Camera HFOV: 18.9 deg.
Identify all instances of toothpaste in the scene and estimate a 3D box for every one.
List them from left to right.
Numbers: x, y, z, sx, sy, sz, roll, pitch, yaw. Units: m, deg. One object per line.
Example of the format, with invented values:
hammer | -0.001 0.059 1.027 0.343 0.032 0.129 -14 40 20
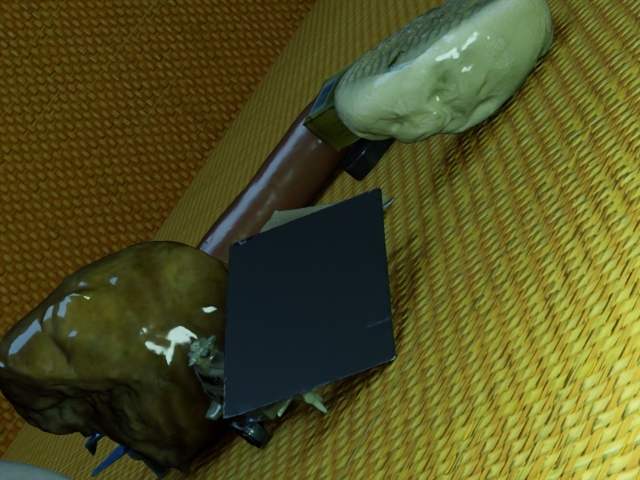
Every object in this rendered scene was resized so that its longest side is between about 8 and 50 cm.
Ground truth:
toothpaste | 0.094 -0.199 2.278 0.313 0.071 0.089 -28 30 54

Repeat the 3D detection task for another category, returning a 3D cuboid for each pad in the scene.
pad | -0.013 0.052 1.728 0.164 0.004 0.243 -20 36 14

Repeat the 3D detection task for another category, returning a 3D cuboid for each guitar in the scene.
guitar | 0.108 -0.166 2.345 0.233 0.025 0.088 -47 11 24

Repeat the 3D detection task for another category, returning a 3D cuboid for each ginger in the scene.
ginger | -0.190 0.103 2.037 0.200 0.269 0.223 91 -158 -62

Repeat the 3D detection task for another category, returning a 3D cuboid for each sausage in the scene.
sausage | -0.046 -0.075 2.554 0.419 0.094 0.094 -51 -34 7

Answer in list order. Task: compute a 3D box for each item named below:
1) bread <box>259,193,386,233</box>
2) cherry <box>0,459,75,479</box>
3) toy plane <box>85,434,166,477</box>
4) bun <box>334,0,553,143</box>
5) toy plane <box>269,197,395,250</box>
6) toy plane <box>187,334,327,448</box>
bread | 0.014 0.015 2.119 0.152 0.105 0.077 -6 36 31
cherry | -0.294 0.335 1.681 0.335 0.291 0.326 -32 1 7
toy plane | -0.173 0.165 2.242 0.254 0.105 0.271 -27 27 38
bun | 0.133 -0.171 1.944 0.237 0.116 0.210 -24 14 19
toy plane | -0.016 0.050 1.942 0.212 0.088 0.267 -39 -6 -12
toy plane | -0.058 0.134 1.802 0.092 0.108 0.286 -53 21 -12
